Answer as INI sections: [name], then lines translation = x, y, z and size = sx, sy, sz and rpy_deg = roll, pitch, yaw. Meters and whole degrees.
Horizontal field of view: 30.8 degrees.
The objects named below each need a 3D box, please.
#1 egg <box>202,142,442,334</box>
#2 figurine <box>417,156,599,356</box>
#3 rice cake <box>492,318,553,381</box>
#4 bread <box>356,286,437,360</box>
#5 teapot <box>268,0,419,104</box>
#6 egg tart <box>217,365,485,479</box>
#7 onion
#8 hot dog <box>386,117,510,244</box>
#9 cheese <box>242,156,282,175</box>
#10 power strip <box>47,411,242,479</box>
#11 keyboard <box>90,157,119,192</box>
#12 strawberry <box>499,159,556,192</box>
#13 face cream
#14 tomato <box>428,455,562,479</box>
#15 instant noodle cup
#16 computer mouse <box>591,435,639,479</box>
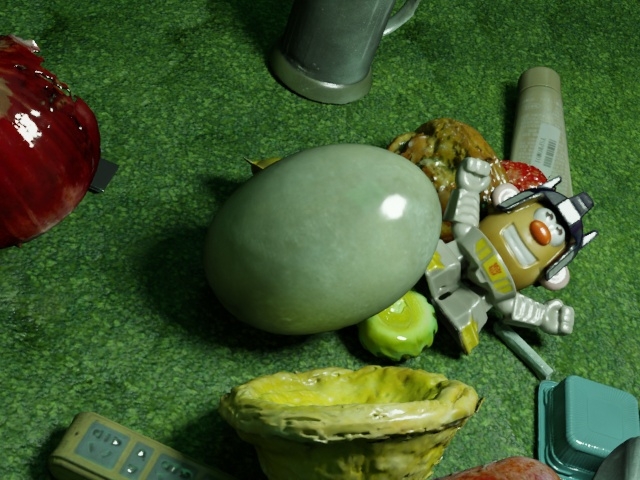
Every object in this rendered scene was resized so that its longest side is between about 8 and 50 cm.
[egg]
translation = 0.000, 0.000, 1.617
size = 0.258, 0.352, 0.259
rpy_deg = 38, 41, -44
[figurine]
translation = 0.277, 0.017, 1.755
size = 0.308, 0.309, 0.143
rpy_deg = -1, 14, -22
[rice cake]
translation = 0.308, 0.167, 1.776
size = 0.021, 0.022, 0.121
rpy_deg = -23, 57, -33
[bread]
translation = 0.105, 0.118, 1.716
size = 0.130, 0.071, 0.139
rpy_deg = -18, 56, -30
[teapot]
translation = 0.070, -0.435, 2.073
size = 0.270, 0.337, 0.200
rpy_deg = -10, 51, -30
[egg tart]
translation = 0.039, 0.239, 1.463
size = 0.345, 0.133, 0.345
rpy_deg = -4, 4, 0
[onion]
translation = -0.478, -0.132, 1.582
size = 0.341, 0.341, 0.341
rpy_deg = 11, 43, -10
[hot dog]
translation = 0.201, -0.094, 1.913
size = 0.196, 0.122, 0.272
rpy_deg = -33, 58, 9
[cheese]
translation = -0.008, -0.056, 1.816
size = 0.270, 0.069, 0.177
rpy_deg = 33, -1, -2
[power strip]
translation = -0.144, 0.321, 1.421
size = 0.387, 0.066, 0.092
rpy_deg = 24, 45, 4
[keyboard]
translation = -0.417, -0.130, 1.817
size = 0.196, 0.015, 0.074
rpy_deg = 22, 39, 2
[strawberry]
translation = 0.320, -0.075, 1.954
size = 0.148, 0.131, 0.131
rpy_deg = 13, 43, 1
[face cream]
translation = 0.401, -0.176, 2.131
size = 0.137, 0.084, 0.341
rpy_deg = 12, 51, -5
[tomato]
translation = 0.205, 0.365, 1.401
size = 0.232, 0.232, 0.189
rpy_deg = -12, 76, -30
[instant noodle cup]
translation = 0.394, 0.272, 1.670
size = 0.157, 0.070, 0.179
rpy_deg = 17, 42, -5
[computer mouse]
translation = 0.405, 0.404, 1.456
size = 0.203, 0.114, 0.374
rpy_deg = 52, 44, -20
